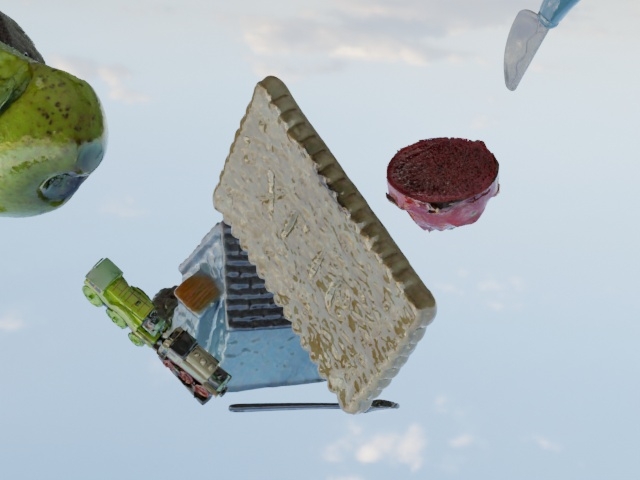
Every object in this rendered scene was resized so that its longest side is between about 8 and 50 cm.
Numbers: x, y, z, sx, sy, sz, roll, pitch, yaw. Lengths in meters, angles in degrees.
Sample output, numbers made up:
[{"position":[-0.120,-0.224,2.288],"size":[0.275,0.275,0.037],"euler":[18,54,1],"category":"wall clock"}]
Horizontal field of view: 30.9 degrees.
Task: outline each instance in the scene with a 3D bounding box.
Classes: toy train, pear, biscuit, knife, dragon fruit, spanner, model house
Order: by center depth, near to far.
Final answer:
[{"position":[-0.004,0.005,1.215],"size":[0.044,0.217,0.325],"euler":[-17,-119,-33],"category":"biscuit"},{"position":[-0.009,0.200,1.396],"size":[0.208,0.012,0.046],"euler":[-1,164,4],"category":"spanner"},{"position":[0.274,-0.273,1.470],"size":[0.058,0.244,0.032],"euler":[46,-118,8],"category":"knife"},{"position":[0.161,-0.050,1.492],"size":[0.153,0.111,0.153],"euler":[-8,-142,6],"category":"dragon fruit"},{"position":[-0.409,-0.127,1.504],"size":[0.255,0.238,0.164],"euler":[28,180,26],"category":"pear"},{"position":[-0.223,0.128,1.592],"size":[0.249,0.085,0.053],"euler":[42,-119,-1],"category":"toy train"},{"position":[-0.120,0.066,2.177],"size":[0.360,0.339,0.297],"euler":[0,-150,-36],"category":"model house"}]

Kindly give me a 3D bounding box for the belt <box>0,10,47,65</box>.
[{"position":[-0.599,-0.309,2.057],"size":[0.289,0.184,0.164],"euler":[51,-177,39],"category":"belt"}]
